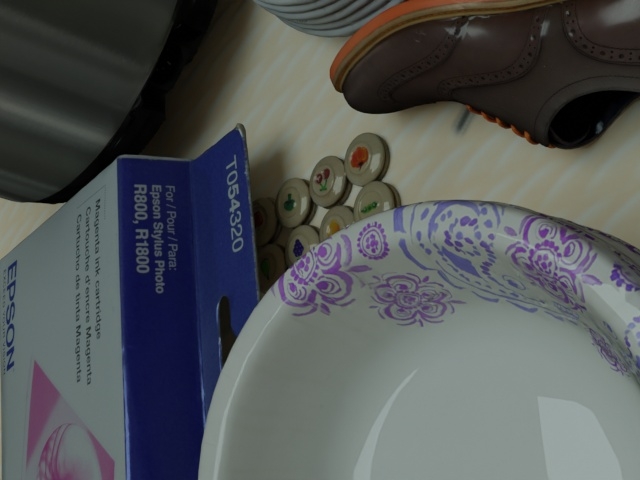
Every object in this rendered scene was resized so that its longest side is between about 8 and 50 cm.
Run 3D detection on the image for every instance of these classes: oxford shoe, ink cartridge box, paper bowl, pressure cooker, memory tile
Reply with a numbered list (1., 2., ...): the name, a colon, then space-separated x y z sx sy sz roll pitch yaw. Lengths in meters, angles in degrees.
1. oxford shoe: 0.103 -0.095 0.676 0.271 0.097 0.098 -10 90 53
2. ink cartridge box: -0.156 0.114 0.896 0.330 0.071 0.324 -33 56 49
3. paper bowl: 0.088 0.129 0.586 0.284 0.148 0.284 -7 78 36
4. pressure cooker: -0.326 -0.250 0.910 0.375 0.420 0.370 -55 41 20
5. memory tile: 0.000 0.000 0.826 0.148 0.012 0.113 -29 62 40

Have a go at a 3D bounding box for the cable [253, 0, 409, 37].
1. cable: 0.020 -0.264 0.799 0.257 0.089 0.257 -24 65 43
